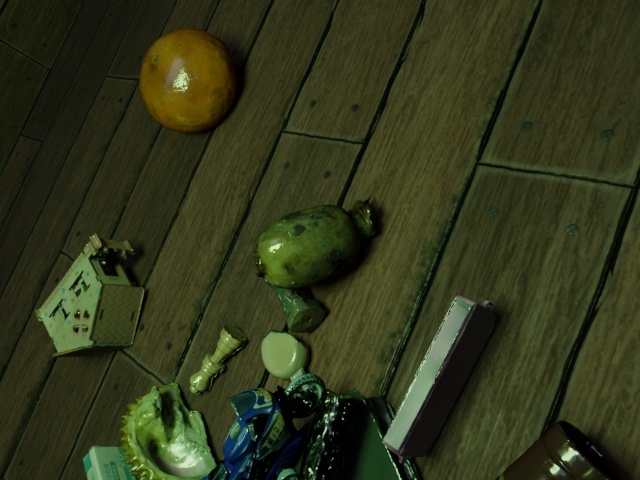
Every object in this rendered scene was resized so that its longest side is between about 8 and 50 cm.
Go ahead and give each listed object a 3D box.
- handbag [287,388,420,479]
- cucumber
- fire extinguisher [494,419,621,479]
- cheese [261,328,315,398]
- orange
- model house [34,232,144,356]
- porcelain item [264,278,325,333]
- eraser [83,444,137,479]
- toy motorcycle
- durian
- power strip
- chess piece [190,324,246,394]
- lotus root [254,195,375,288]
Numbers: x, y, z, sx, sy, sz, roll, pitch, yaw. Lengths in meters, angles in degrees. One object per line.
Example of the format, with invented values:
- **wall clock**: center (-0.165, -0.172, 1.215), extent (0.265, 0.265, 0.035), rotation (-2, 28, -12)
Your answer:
- **handbag**: center (0.036, 0.416, 0.874), extent (0.260, 0.079, 0.248), rotation (-40, 51, 21)
- **cucumber**: center (-0.002, 0.388, 0.816), extent (0.081, 0.072, 0.304), rotation (7, 78, 42)
- **fire extinguisher**: center (0.249, 0.400, 0.706), extent (0.141, 0.105, 0.341), rotation (40, 106, 9)
- **cheese**: center (-0.055, 0.240, 1.035), extent (0.171, 0.047, 0.092), rotation (31, 94, 41)
- **orange**: center (-0.363, -0.438, 1.434), extent (0.283, 0.226, 0.284), rotation (-10, 73, 34)
- **model house**: center (-0.586, 0.183, 1.398), extent (0.326, 0.169, 0.244), rotation (-49, 58, 13)
- **porcelain item**: center (-0.072, 0.092, 1.089), extent (0.216, 0.081, 0.069), rotation (53, 123, 39)
- **eraser**: center (-0.456, 0.569, 1.170), extent (0.052, 0.095, 0.225), rotation (-49, 50, 11)
- **toy motorcycle**: center (-0.116, 0.350, 0.878), extent (0.316, 0.168, 0.113), rotation (-60, 36, 3)
- **durian**: center (-0.325, 0.421, 1.105), extent (0.166, 0.172, 0.306), rotation (-32, 43, -7)
- **power strip**: center (0.190, 0.215, 0.819), extent (0.037, 0.109, 0.279), rotation (27, 89, 42)
- **chess piece**: center (-0.233, 0.270, 1.155), extent (0.172, 0.060, 0.060), rotation (-55, 50, 9)
- **lotus root**: center (0.001, 0.002, 1.015), extent (0.278, 0.154, 0.154), rotation (-23, 51, -15)
